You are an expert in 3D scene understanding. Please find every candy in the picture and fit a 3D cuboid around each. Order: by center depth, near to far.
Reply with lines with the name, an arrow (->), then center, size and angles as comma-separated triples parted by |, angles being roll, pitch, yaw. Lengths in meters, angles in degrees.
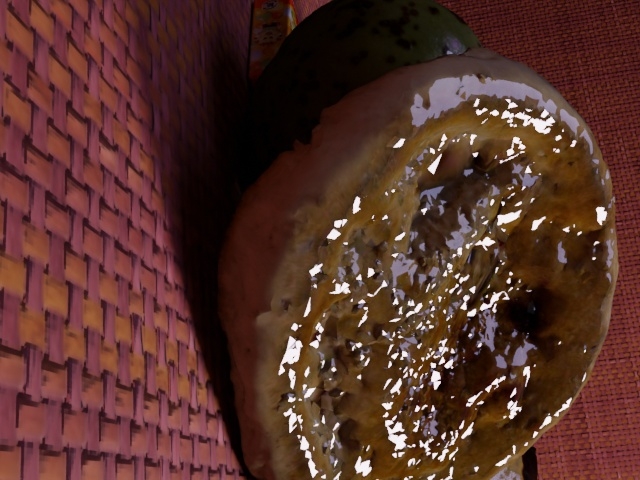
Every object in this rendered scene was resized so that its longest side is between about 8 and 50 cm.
candy -> -0.039, -0.168, 0.757 | 0.062, 0.038, 0.122 | 72, 13, -48

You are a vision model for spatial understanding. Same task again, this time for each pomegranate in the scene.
pomegranate -> 0.061, -0.066, 0.642 | 0.248, 0.214, 0.214 | 44, 13, -3

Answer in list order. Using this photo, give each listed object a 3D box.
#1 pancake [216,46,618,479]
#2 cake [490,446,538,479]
pancake -> 0.083, 0.046, 0.558 | 0.065, 0.356, 0.356 | 29, -41, 51
cake -> 0.071, 0.204, 0.749 | 0.178, 0.185, 0.208 | 46, 39, -5
